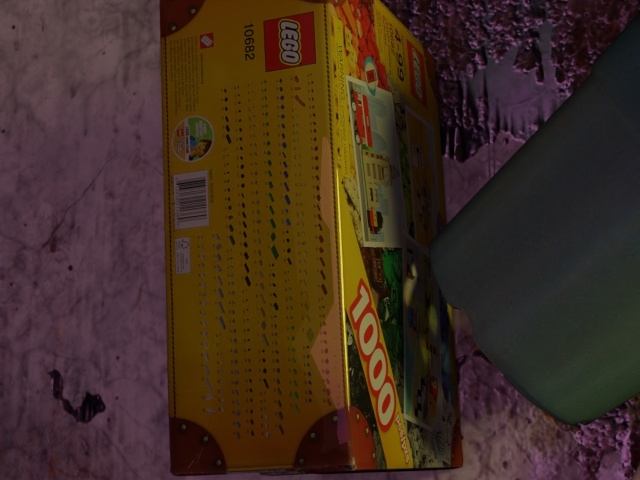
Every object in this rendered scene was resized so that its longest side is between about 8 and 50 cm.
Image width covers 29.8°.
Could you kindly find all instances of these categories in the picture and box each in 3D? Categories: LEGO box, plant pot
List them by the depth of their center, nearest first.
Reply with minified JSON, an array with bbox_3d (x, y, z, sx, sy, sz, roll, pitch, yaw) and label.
[{"bbox_3d":[0.311,-0.010,1.212,0.334,0.341,0.341,-42,68,19],"label":"plant pot"},{"bbox_3d":[0.000,0.000,1.297,0.193,0.372,0.500,-7,79,21],"label":"LEGO box"}]

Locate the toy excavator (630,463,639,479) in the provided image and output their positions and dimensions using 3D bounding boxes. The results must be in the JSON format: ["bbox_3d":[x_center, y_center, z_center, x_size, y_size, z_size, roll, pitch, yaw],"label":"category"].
[{"bbox_3d":[0.338,0.432,1.186,0.433,0.222,0.445,-37,60,11],"label":"toy excavator"}]
